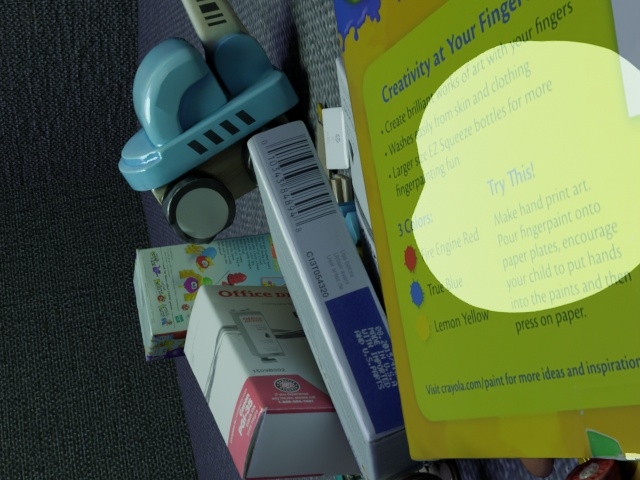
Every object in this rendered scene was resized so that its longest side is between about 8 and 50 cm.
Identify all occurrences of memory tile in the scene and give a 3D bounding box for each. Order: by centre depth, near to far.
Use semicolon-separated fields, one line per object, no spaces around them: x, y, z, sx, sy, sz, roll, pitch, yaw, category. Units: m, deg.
0.133;0.280;1.211;0.148;0.012;0.113;134;127;-70;memory tile

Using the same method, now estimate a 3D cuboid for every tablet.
0.021;-0.139;1.413;0.054;0.006;0.083;5;102;56;tablet

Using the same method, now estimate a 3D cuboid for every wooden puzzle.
0.008;-0.131;1.479;0.078;0.014;0.116;-116;24;-59;wooden puzzle

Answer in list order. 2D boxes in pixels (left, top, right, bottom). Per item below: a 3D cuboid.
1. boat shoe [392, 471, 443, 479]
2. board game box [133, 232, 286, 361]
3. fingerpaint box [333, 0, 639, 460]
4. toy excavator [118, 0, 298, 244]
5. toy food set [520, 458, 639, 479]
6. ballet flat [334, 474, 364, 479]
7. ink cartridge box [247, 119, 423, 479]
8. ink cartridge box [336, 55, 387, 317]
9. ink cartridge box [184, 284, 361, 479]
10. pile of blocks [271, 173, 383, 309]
0.157;0.380;0.990;0.123;0.123;0.342;128;130;-58;boat shoe
-0.145;0.086;1.629;0.142;0.275;0.144;117;143;-64;board game box
0.182;-0.092;0.489;0.445;0.163;0.371;152;110;-64;fingerpaint box
-0.162;-0.284;1.568;0.445;0.433;0.222;59;176;-26;toy excavator
0.197;0.138;0.803;0.128;0.071;0.217;-136;41;-66;toy food set
0.055;0.314;1.364;0.188;0.070;0.070;55;152;28;ballet flat
0.022;0.088;1.093;0.330;0.071;0.324;78;169;-68;ink cartridge box
0.105;-0.010;0.878;0.272;0.114;0.197;78;173;-49;ink cartridge box
-0.042;0.177;1.364;0.283;0.207;0.117;54;135;52;ink cartridge box
0.000;0.000;1.348;0.362;0.113;0.148;-151;52;-68;pile of blocks
